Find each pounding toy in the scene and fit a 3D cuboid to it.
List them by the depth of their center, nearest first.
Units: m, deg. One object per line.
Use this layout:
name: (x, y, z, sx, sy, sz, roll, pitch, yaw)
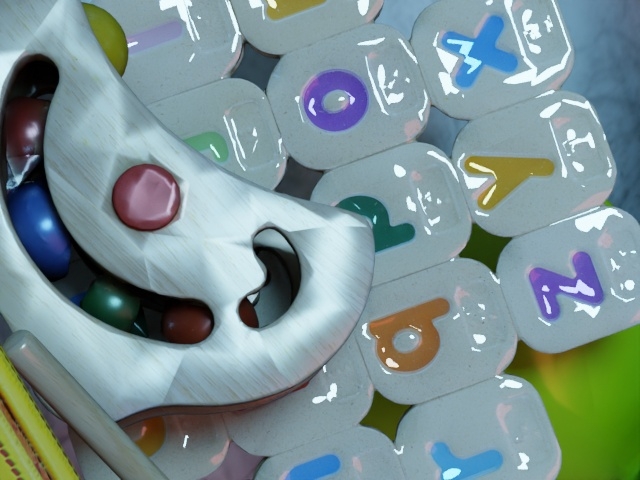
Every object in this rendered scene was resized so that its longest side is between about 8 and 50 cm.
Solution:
pounding toy: (-0.063, 0.002, 0.779, 0.154, 0.155, 0.269, -30, 85, -7)

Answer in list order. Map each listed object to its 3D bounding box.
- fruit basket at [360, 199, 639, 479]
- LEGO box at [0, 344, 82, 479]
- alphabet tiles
fruit basket: (0.183, 0.028, 1.004, 0.392, 0.392, 0.283, 23, 92, -42)
LEGO box: (-0.264, 0.151, 0.659, 0.372, 0.193, 0.500, -31, 132, -12)
alphabet tiles: (0.000, 0.000, 0.870, 0.278, 0.021, 0.284, -20, 88, 2)
